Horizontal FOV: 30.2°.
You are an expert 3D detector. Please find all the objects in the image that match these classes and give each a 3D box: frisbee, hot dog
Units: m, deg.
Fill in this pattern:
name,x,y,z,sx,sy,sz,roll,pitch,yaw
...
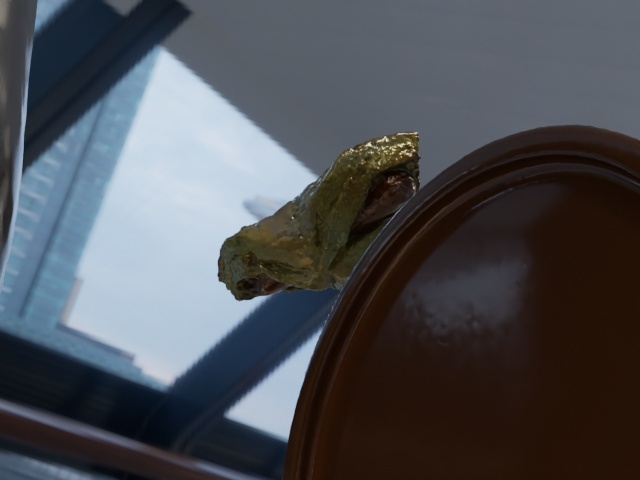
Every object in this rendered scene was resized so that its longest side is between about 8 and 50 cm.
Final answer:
name,x,y,z,sx,sy,sz,roll,pitch,yaw
frisbee,0.060,0.078,0.433,0.021,0.251,0.251,20,-11,-32
hot dog,0.001,0.001,0.727,0.169,0.061,0.078,-37,-31,28

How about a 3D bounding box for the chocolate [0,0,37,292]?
name,x,y,z,sx,sy,sz,roll,pitch,yaw
chocolate,-0.263,-0.044,0.376,0.383,0.331,0.383,-1,-10,0
